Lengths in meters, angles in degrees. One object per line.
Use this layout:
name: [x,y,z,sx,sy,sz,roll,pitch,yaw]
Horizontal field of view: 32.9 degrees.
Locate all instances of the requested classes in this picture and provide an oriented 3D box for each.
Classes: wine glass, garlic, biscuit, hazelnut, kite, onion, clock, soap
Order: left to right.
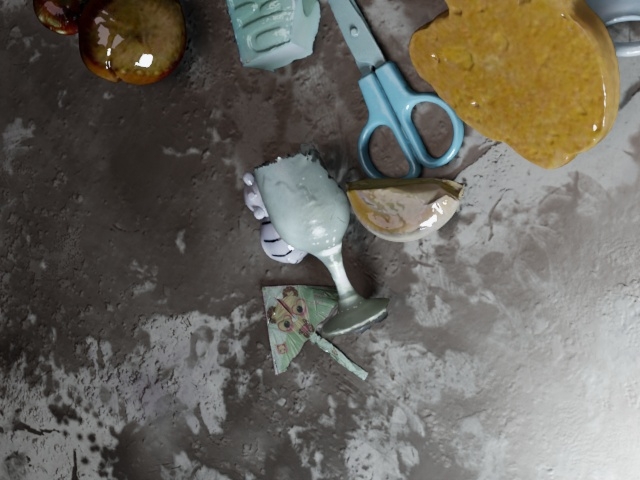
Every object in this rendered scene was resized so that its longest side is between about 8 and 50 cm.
onion: [-0.480,-0.441,2.014,0.119,0.118,0.117,6,79,26]
hazelnut: [-0.339,-0.367,1.929,0.208,0.208,0.208,5,101,26]
soap: [-0.089,-0.410,1.831,0.145,0.091,0.230,-17,89,29]
clock: [-0.078,-0.041,1.873,0.080,0.117,0.176,-19,91,30]
kite: [-0.016,0.168,1.937,0.250,0.012,0.229,42,118,15]
wine glass: [0.000,0.000,1.791,0.143,0.143,0.321,-17,103,28]
garlic: [0.138,-0.048,1.773,0.196,0.087,0.101,3,113,22]
biscuit: [0.287,-0.274,1.609,0.351,0.057,0.312,32,141,27]

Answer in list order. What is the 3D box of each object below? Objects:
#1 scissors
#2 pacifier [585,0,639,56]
scissors: [0.077,-0.309,1.796,0.192,0.029,0.447,-28,86,29]
pacifier: [0.415,-0.388,1.496,0.287,0.226,0.238,4,85,30]
